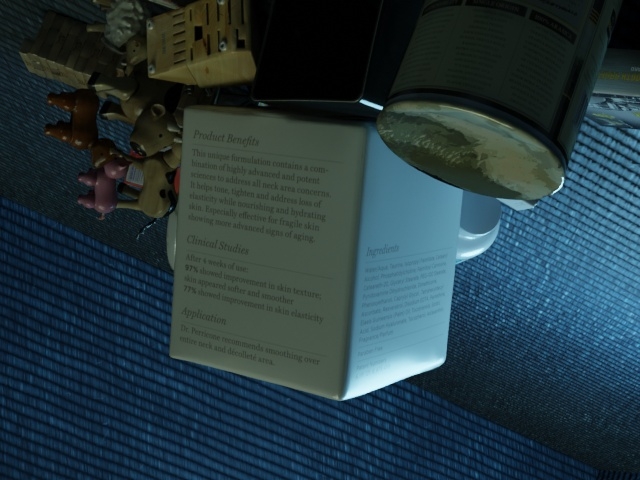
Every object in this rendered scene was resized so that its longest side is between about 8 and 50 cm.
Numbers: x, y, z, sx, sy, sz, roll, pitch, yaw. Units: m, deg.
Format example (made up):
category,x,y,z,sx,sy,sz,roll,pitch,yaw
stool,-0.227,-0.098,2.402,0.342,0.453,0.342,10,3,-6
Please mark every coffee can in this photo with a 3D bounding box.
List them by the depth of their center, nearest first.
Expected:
category,x,y,z,sx,sy,sz,roll,pitch,yaw
coffee can,0.197,-0.209,1.135,0.202,0.275,0.201,20,164,6

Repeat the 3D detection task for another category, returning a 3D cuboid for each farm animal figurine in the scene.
category,x,y,z,sx,sy,sz,roll,pitch,yaw
farm animal figurine,-0.273,-0.193,1.724,0.172,0.326,0.330,11,165,16

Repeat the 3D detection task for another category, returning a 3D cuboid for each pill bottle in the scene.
category,x,y,z,sx,sy,sz,roll,pitch,yaw
pill bottle,0.224,-0.029,1.927,0.146,0.146,0.264,24,163,-10

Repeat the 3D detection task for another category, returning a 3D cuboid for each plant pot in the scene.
category,x,y,z,sx,sy,sz,roll,pitch,yaw
plant pot,0.048,-0.246,1.415,0.187,0.188,0.167,7,172,41

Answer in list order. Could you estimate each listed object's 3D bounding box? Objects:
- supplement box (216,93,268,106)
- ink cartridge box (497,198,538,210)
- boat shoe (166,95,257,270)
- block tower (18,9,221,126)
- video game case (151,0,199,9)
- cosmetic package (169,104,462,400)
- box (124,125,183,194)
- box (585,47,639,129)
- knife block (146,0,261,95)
category,x,y,z,sx,sy,sz,roll,pitch,yaw
supplement box,-0.137,-0.228,1.935,0.098,0.036,0.062,11,162,32
ink cartridge box,0.285,-0.112,1.679,0.122,0.088,0.052,27,163,-19
boat shoe,-0.166,-0.077,1.867,0.119,0.335,0.121,28,-161,22
block tower,-0.344,-0.294,1.890,0.336,0.097,0.091,19,164,3
video game case,-0.228,-0.369,1.511,0.227,0.026,0.206,18,174,-6
cosmetic package,0.000,0.000,1.680,0.329,0.393,0.327,11,-170,33
box,-0.194,-0.142,2.029,0.300,0.154,0.142,14,-175,22
box,0.386,-0.173,1.284,0.183,0.056,0.231,10,180,33
knife block,-0.120,-0.276,1.587,0.242,0.088,0.276,1,175,-45
